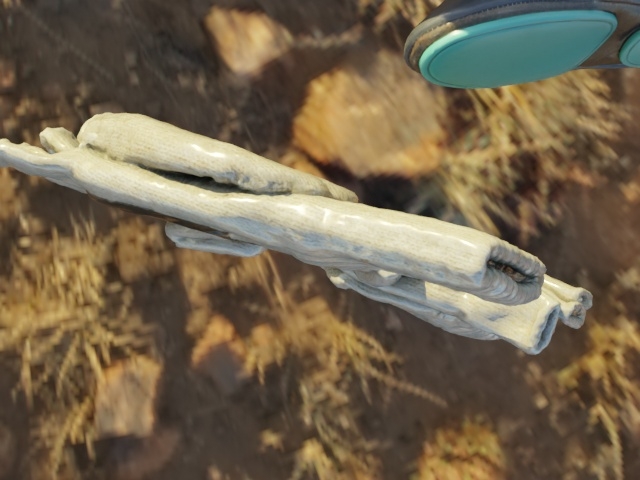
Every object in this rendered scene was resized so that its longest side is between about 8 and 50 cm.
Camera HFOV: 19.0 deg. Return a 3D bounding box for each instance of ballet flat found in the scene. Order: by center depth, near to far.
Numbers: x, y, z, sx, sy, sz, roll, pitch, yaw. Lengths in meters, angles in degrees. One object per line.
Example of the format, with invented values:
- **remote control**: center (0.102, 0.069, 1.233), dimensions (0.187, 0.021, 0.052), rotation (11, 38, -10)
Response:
- **ballet flat**: center (0.120, -0.106, 0.834), dimensions (0.203, 0.074, 0.074), rotation (-4, 114, -25)

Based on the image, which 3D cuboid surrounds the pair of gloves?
- **pair of gloves**: center (0.000, 0.000, 0.761), dimensions (0.204, 0.240, 0.042), rotation (19, 90, 17)
